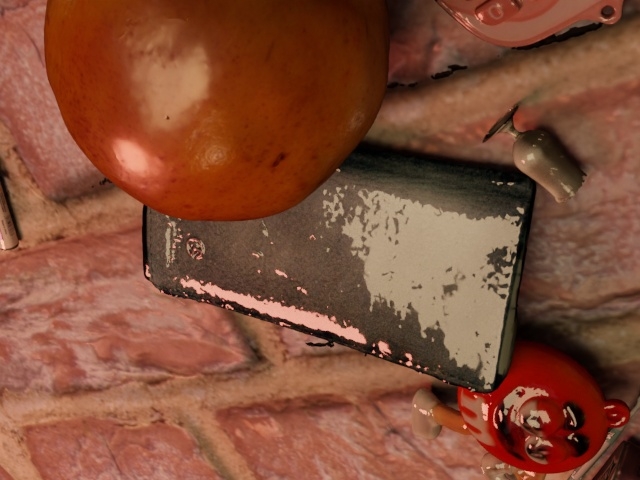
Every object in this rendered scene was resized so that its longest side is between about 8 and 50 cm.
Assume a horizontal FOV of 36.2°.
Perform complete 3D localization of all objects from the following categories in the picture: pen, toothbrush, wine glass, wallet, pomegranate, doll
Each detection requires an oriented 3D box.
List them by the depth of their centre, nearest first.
[{"bbox_3d":[-0.073,-0.151,0.727,0.264,0.264,0.264,16,128,21],"label":"pomegranate"},{"bbox_3d":[0.168,-0.065,0.768,0.083,0.042,0.039,43,138,-7],"label":"wine glass"},{"bbox_3d":[0.000,0.000,0.879,0.378,0.046,0.191,13,107,24],"label":"wallet"},{"bbox_3d":[0.170,0.153,0.891,0.217,0.085,0.183,13,125,35],"label":"doll"},{"bbox_3d":[0.266,0.179,0.897,0.011,0.014,0.167,32,134,11],"label":"toothbrush"},{"bbox_3d":[-0.376,-0.079,1.098,0.025,0.025,0.204,10,125,25],"label":"pen"}]

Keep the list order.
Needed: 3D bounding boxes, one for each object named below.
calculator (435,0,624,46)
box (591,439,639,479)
[{"bbox_3d":[0.107,-0.281,0.657,0.220,0.048,0.330,-28,107,39],"label":"calculator"},{"bbox_3d":[0.345,0.283,0.885,0.224,0.069,0.120,30,131,9],"label":"box"}]
